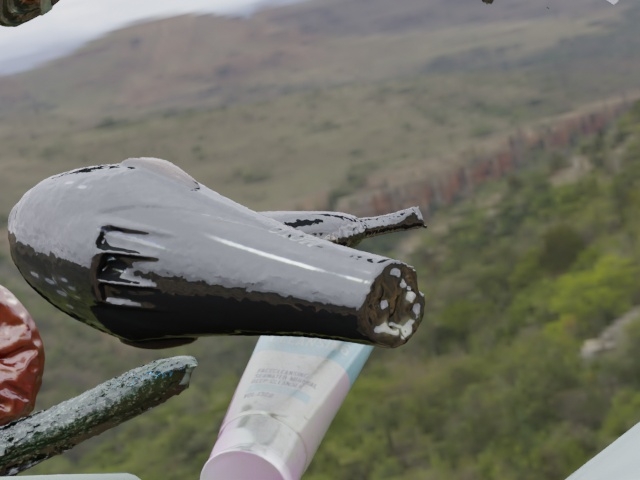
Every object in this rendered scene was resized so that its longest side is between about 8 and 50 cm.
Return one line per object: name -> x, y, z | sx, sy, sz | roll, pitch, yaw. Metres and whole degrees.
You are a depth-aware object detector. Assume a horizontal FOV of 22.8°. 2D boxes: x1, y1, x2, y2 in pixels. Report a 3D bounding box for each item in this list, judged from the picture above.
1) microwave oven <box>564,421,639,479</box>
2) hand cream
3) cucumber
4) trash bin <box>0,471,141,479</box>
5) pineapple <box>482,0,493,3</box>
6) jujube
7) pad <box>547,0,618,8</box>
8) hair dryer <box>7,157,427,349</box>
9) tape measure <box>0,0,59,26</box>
microwave oven -> 0.365, 0.252, 1.351 | 0.237, 0.181, 0.295 | -27, 3, -39
hand cream -> -0.014, 0.108, 1.256 | 0.111, 0.070, 0.312 | 5, 28, 11
cucumber -> -0.226, 0.162, 1.406 | 0.256, 0.043, 0.044 | -25, 27, -9
trash bin -> -0.216, 0.259, 1.021 | 0.343, 0.158, 0.223 | 0, 28, -48
pineapple -> 0.104, -0.265, 1.150 | 0.158, 0.158, 0.278 | -9, -22, 22
jujube -> -0.424, 0.157, 1.738 | 0.213, 0.213, 0.232 | -6, 29, 37
pad -> 0.187, -0.337, 1.740 | 0.063, 0.315, 0.375 | -51, -4, 15
hair dryer -> 0.000, 0.000, 1.056 | 0.303, 0.120, 0.359 | 6, 10, 36
tape measure -> -0.289, -0.304, 1.573 | 0.181, 0.107, 0.182 | -38, -12, -44
